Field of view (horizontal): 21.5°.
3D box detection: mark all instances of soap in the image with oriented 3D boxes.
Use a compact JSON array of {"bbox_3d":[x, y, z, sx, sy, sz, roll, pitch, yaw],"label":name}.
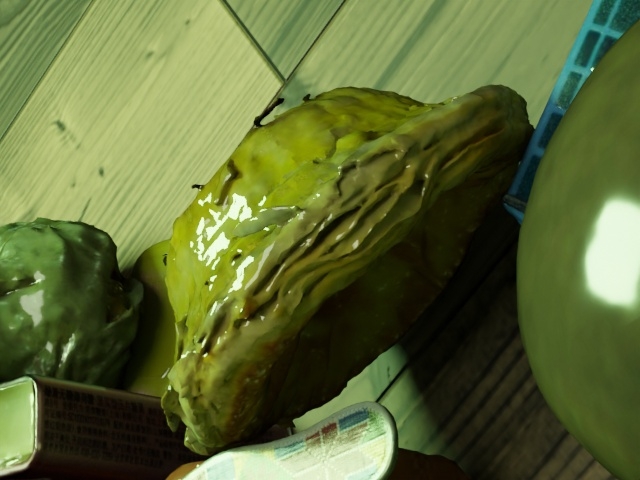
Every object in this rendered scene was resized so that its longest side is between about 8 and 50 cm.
[{"bbox_3d":[-0.109,0.067,1.240,0.089,0.045,0.140,-5,78,48],"label":"soap"}]

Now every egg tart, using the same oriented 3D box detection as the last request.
[{"bbox_3d":[0.000,0.000,0.986,0.116,0.295,0.295,42,111,15],"label":"egg tart"}]

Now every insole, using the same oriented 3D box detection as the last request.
[{"bbox_3d":[-0.032,0.139,0.931,0.193,0.006,0.065,-28,57,33],"label":"insole"}]

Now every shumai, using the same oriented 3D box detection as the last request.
[{"bbox_3d":[-0.262,0.096,1.243,0.189,0.218,0.256,40,119,46],"label":"shumai"}]

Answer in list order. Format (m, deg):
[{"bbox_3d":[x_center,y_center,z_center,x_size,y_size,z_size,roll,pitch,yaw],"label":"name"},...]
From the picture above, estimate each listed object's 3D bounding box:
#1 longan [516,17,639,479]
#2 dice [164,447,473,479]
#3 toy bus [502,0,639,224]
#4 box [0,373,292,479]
[{"bbox_3d":[0.254,-0.007,0.717,0.350,0.288,0.288,-16,59,-5],"label":"longan"},{"bbox_3d":[-0.005,0.220,1.003,0.174,0.179,0.175,-15,71,41],"label":"dice"},{"bbox_3d":[0.203,-0.081,0.928,0.133,0.116,0.234,31,99,43],"label":"toy bus"},{"bbox_3d":[-0.135,0.142,1.119,0.120,0.224,0.069,-18,65,39],"label":"box"}]
